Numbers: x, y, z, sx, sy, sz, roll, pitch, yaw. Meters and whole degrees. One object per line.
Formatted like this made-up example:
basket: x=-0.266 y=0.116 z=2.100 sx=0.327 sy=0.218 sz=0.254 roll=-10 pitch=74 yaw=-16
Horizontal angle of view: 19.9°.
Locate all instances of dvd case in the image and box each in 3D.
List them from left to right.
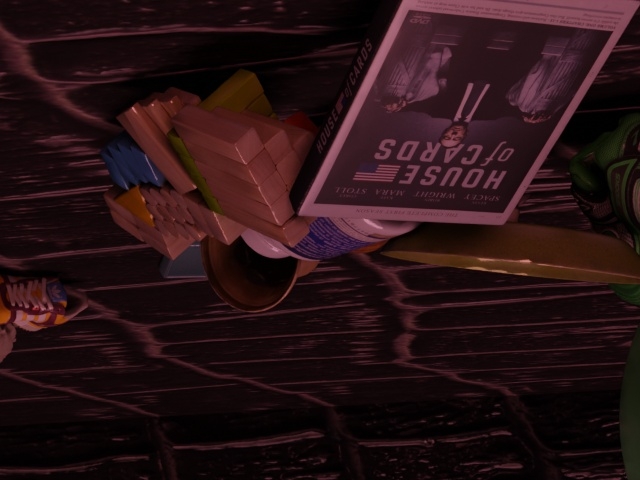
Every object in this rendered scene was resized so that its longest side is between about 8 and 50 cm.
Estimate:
dvd case: x=0.098 y=-0.100 z=1.298 sx=0.179 sy=0.029 sz=0.239 roll=2 pitch=138 yaw=-24

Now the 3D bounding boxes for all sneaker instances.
sneaker: x=-0.350 y=0.066 z=2.157 sx=0.084 sy=0.069 sz=0.185 roll=-17 pitch=169 yaw=21
sneaker: x=0.300 y=-0.042 z=1.678 sx=0.146 sy=0.134 sz=0.343 roll=35 pitch=167 yaw=7

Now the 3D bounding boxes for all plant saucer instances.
plant saucer: x=-0.145 y=0.018 z=2.072 sx=0.067 sy=0.018 sz=0.192 roll=0 pitch=168 yaw=-10
plant saucer: x=0.173 y=0.008 z=1.602 sx=0.241 sy=0.037 sz=0.241 roll=6 pitch=177 yaw=0

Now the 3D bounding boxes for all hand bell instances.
hand bell: x=0.000 y=0.000 z=1.881 sx=0.126 sy=0.126 sz=0.242 roll=-12 pitch=177 yaw=36

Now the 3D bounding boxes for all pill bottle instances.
pill bottle: x=0.007 y=-0.042 z=1.601 sx=0.112 sy=0.112 sz=0.186 roll=6 pitch=165 yaw=-35

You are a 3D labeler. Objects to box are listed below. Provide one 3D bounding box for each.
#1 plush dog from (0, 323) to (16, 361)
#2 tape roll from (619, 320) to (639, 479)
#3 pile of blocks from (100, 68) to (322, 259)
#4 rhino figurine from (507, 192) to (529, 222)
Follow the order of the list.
plush dog: x=-0.526 y=0.131 z=2.184 sx=0.225 sy=0.210 sz=0.262 roll=18 pitch=175 yaw=19
tape roll: x=0.432 y=0.163 z=1.811 sx=0.321 sy=0.321 sz=0.077 roll=8 pitch=177 yaw=-39
pile of blocks: x=-0.088 y=-0.078 z=1.499 sx=0.112 sy=0.149 sz=0.362 roll=-44 pitch=-165 yaw=-21
rhino figurine: x=0.136 y=-0.030 z=1.780 sx=0.106 sy=0.073 sz=0.243 roll=-6 pitch=169 yaw=31
